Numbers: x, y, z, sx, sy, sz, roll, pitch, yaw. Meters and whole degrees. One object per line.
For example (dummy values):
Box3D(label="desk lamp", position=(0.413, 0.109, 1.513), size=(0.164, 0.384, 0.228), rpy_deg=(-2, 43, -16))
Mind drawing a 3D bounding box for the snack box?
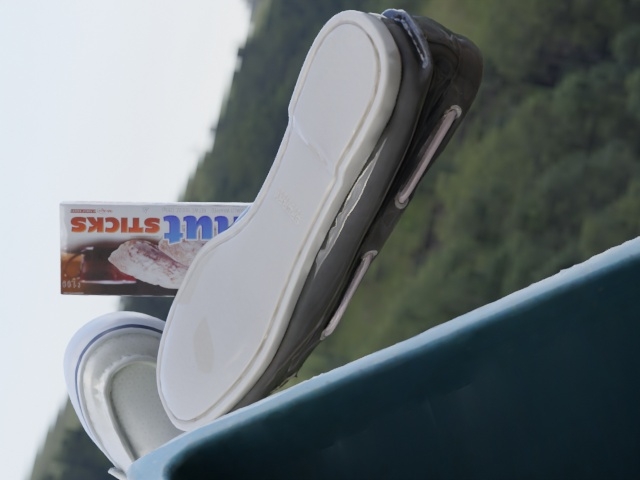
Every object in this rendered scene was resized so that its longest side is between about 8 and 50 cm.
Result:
Box3D(label="snack box", position=(-0.089, 0.006, 1.345), size=(0.022, 0.178, 0.064), rpy_deg=(-83, -7, -82))

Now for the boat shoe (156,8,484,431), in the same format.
Box3D(label="boat shoe", position=(0.000, 0.000, 1.258), size=(0.335, 0.095, 0.112), rpy_deg=(-61, 44, 31))

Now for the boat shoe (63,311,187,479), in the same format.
Box3D(label="boat shoe", position=(-0.089, 0.224, 1.722), size=(0.367, 0.136, 0.156), rpy_deg=(58, 174, -27))

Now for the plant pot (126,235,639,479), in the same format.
Box3D(label="plant pot", position=(0.118, 0.175, 0.632), size=(0.247, 0.247, 0.252), rpy_deg=(41, 150, 61))
